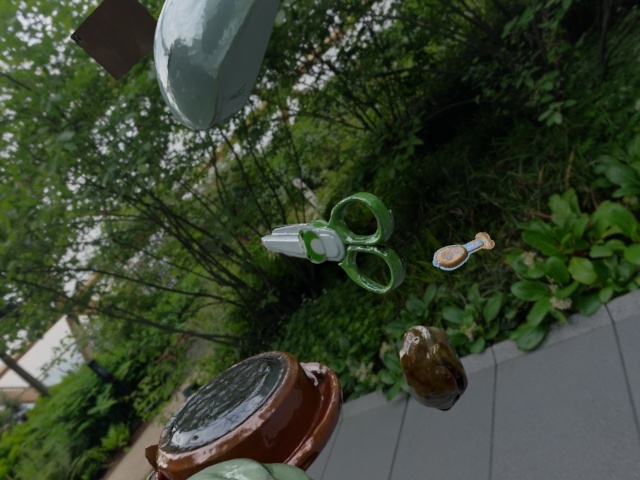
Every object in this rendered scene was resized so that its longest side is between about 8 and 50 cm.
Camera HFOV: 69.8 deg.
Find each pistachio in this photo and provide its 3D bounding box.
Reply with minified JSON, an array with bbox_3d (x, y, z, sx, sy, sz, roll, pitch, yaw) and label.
[{"bbox_3d":[0.228,0.273,0.952,0.131,0.210,0.165,-29,26,-24],"label":"pistachio"}]

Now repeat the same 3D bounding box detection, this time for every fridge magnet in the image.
[{"bbox_3d":[-0.129,0.323,0.783,0.364,0.155,0.363,-28,11,6],"label":"fridge magnet"}]

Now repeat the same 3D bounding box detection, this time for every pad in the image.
[{"bbox_3d":[-0.386,-0.392,0.879,0.188,0.113,0.006,-19,41,35],"label":"pad"}]

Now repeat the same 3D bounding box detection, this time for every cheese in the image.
[{"bbox_3d":[0.243,0.019,0.784,0.111,0.047,0.017,-25,-35,-6],"label":"cheese"}]

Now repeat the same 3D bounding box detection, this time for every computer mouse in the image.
[{"bbox_3d":[-0.115,-0.227,0.481,0.079,0.128,0.230,-16,-44,-52],"label":"computer mouse"}]

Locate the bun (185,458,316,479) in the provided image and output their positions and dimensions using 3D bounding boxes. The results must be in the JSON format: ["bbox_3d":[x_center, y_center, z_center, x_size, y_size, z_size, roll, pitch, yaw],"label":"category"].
[{"bbox_3d":[-0.029,0.332,0.439,0.187,0.293,0.293,-53,8,16],"label":"bun"}]

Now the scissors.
[{"bbox_3d":[0.000,0.000,0.492,0.027,0.101,0.204,-26,19,-37],"label":"scissors"}]
